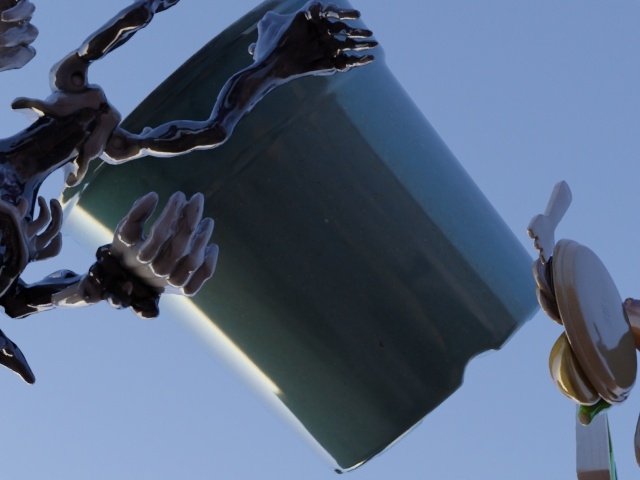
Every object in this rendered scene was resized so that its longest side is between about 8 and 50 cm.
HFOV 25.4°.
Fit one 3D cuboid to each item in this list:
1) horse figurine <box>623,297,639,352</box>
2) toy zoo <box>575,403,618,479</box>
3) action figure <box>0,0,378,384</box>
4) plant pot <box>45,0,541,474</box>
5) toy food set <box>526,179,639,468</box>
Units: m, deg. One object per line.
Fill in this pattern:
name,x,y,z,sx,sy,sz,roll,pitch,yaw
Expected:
horse figurine,0.353,0.116,1.060,0.174,0.263,0.066,-17,-31,-27
toy zoo,0.269,0.310,1.299,0.030,0.192,0.293,-8,-79,12
action figure,-0.112,-0.046,0.623,0.275,0.141,0.164,-43,-78,-20
plant pot,0.000,0.000,1.239,0.341,0.341,0.334,-43,-93,18
toy food set,0.183,0.060,0.999,0.038,0.132,0.192,-21,-78,26
